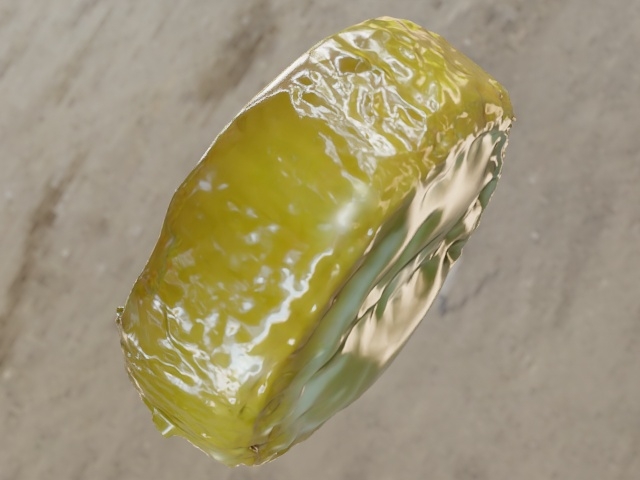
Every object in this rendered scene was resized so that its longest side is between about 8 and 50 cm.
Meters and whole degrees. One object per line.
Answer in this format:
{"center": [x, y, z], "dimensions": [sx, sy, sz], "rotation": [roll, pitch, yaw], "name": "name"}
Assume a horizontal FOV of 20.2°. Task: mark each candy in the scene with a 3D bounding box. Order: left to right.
{"center": [0.000, 0.000, 0.959], "dimensions": [0.260, 0.118, 0.260], "rotation": [-51, -14, -18], "name": "candy"}
